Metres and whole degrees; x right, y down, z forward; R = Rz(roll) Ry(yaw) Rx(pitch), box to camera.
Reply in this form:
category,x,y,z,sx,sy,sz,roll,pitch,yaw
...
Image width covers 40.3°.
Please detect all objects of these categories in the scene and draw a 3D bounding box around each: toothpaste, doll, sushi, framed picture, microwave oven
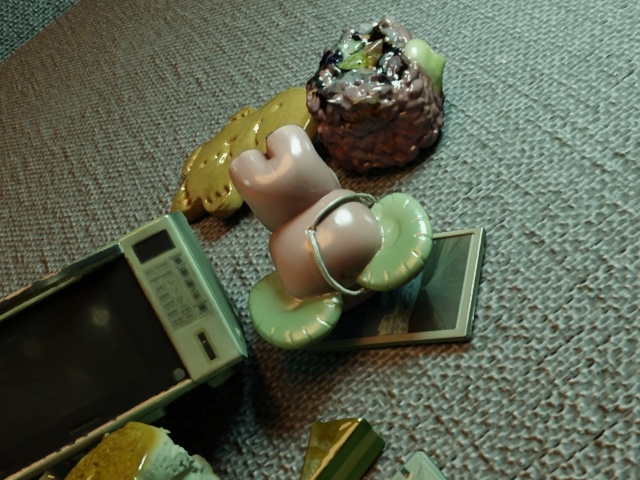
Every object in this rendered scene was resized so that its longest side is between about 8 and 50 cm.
category,x,y,z,sx,sy,sz,roll,pitch,yaw
toothpaste,0.158,0.322,0.953,0.067,0.037,0.255,-48,36,-3
doll,0.000,0.000,1.223,0.284,0.216,0.268,-36,46,5
sushi,0.099,-0.256,1.463,0.237,0.171,0.270,-17,39,25
framed picture,0.109,0.074,1.251,0.260,0.023,0.189,-9,48,33
microwave oven,-0.316,0.156,1.205,0.394,0.247,0.333,-29,4,-4

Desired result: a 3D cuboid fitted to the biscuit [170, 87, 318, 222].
category,x,y,z,sx,sy,sz,roll,pitch,yaw
biscuit,-0.141,-0.163,1.607,0.355,0.052,0.275,-24,40,35

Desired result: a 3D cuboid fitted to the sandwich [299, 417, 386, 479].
category,x,y,z,sx,sy,sz,roll,pitch,yaw
sandwich,0.025,0.285,1.063,0.074,0.074,0.116,-10,47,31

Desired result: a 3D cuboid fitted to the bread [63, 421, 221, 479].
category,x,y,z,sx,sy,sz,roll,pitch,yaw
bread,-0.246,0.390,1.053,0.279,0.225,0.250,-32,32,26

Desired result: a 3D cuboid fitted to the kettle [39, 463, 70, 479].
category,x,y,z,sx,sy,sz,roll,pitch,yaw
kettle,-0.495,0.451,1.208,0.265,0.205,0.318,-34,36,9
